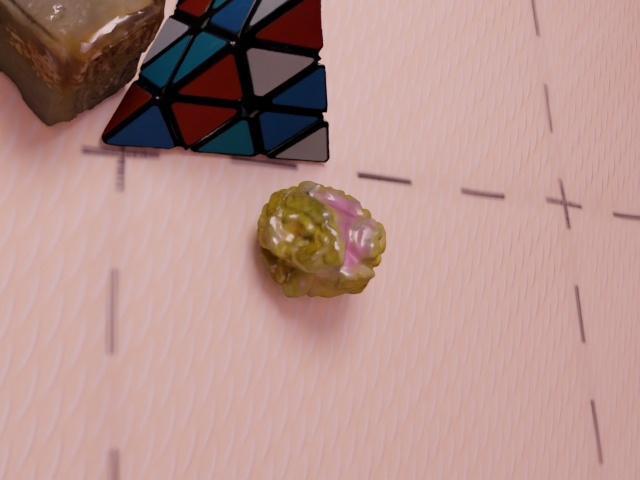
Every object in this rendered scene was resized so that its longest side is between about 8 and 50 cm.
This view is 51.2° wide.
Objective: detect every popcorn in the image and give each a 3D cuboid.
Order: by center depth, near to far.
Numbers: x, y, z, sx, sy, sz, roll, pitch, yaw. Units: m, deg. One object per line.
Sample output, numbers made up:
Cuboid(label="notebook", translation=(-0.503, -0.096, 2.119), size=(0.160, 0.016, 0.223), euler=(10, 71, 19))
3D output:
Cuboid(label="popcorn", translation=(0.000, 0.000, 0.750), size=(0.145, 0.126, 0.125), euler=(12, 55, -2))

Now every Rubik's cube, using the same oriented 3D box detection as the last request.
Cuboid(label="Rubik's cube", translation=(-0.088, -0.190, 0.670), size=(0.250, 0.234, 0.284), euler=(-31, 97, -33))

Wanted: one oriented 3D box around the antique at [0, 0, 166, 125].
Cuboid(label="antique", translation=(-0.293, -0.261, 0.624), size=(0.284, 0.150, 0.125), euler=(47, 59, -5))
